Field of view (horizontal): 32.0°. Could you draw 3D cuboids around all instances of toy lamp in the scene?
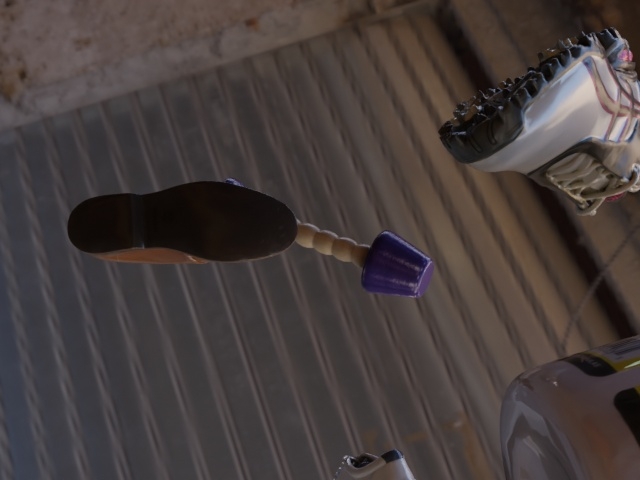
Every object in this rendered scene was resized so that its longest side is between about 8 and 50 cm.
[{"bbox_3d":[0.000,0.000,1.319,0.080,0.275,0.080,-54,154,-41],"label":"toy lamp"}]

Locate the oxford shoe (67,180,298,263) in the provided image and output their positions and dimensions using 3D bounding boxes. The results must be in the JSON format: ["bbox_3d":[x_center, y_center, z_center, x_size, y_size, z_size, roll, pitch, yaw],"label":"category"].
[{"bbox_3d":[-0.123,-0.011,1.051,0.076,0.212,0.076,64,29,-72],"label":"oxford shoe"}]

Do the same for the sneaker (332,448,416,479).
[{"bbox_3d":[0.060,0.375,1.718,0.258,0.094,0.091,-28,-110,48],"label":"sneaker"}]

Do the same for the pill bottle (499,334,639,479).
[{"bbox_3d":[0.294,0.126,0.669,0.188,0.334,0.187,166,-90,-81],"label":"pill bottle"}]

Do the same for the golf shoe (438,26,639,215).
[{"bbox_3d":[0.180,-0.076,0.775,0.273,0.105,0.120,-24,85,-56],"label":"golf shoe"}]
